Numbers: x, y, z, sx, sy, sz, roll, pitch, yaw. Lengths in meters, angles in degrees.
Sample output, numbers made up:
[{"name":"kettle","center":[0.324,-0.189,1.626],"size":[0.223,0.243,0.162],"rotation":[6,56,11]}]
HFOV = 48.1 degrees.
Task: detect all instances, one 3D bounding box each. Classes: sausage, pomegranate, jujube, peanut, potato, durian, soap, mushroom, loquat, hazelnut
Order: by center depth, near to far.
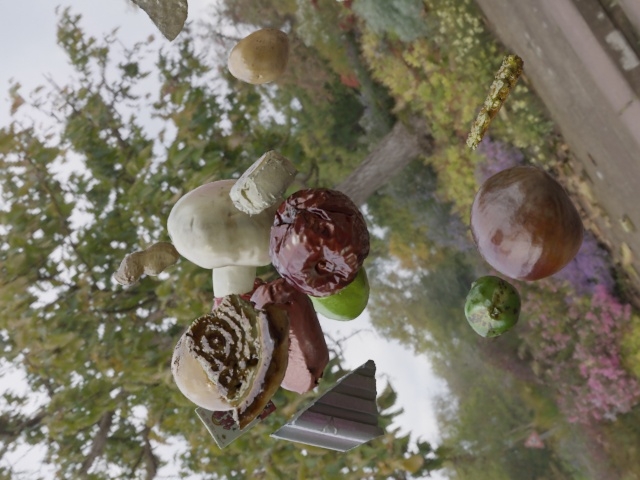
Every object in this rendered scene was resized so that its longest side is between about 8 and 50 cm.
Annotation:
[{"name":"jujube","center":[0.000,0.000,1.482],"size":[0.213,0.213,0.232],"rotation":[47,-166,-32]},{"name":"potato","center":[-0.128,-0.384,1.500],"size":[0.147,0.112,0.112],"rotation":[-37,-85,-32]},{"name":"sausage","center":[-0.069,0.214,1.640],"size":[0.152,0.152,0.280],"rotation":[-74,-33,-70]},{"name":"pomegranate","center":[0.419,0.150,1.712],"size":[0.143,0.122,0.169],"rotation":[59,-153,7]},{"name":"loquat","center":[-0.240,0.292,1.715],"size":[0.235,0.235,0.235],"rotation":[51,-164,-21]},{"name":"mushroom","center":[-0.251,-0.018,2.065],"size":[0.353,0.325,0.353],"rotation":[12,-110,-35]},{"name":"soap","center":[0.016,0.467,2.110],"size":[0.302,0.159,0.258],"rotation":[18,-128,-24]},{"name":"durian","center":[0.036,0.128,2.161],"size":[0.339,0.204,0.256],"rotation":[39,168,-34]},{"name":"peanut","center":[-0.572,0.074,2.354],"size":[0.104,0.228,0.085],"rotation":[62,159,12]},{"name":"hazelnut","center":[0.695,-0.069,2.400],"size":[0.359,0.359,0.409],"rotation":[42,-154,-44]}]

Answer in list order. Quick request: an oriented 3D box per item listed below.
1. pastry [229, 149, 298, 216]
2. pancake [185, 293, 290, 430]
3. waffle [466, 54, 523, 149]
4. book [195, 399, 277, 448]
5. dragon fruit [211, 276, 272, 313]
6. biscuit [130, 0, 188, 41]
[{"name":"pastry","center":[-0.125,-0.125,1.573],"size":[0.088,0.166,0.166],"rotation":[44,-162,-13]},{"name":"pancake","center":[-0.138,0.226,1.422],"size":[0.257,0.212,0.056],"rotation":[60,-176,-14]},{"name":"waffle","center":[0.433,-0.349,1.804],"size":[0.058,0.238,0.243],"rotation":[29,-139,6]},{"name":"book","center":[-0.285,0.573,2.432],"size":[0.162,0.232,0.022],"rotation":[57,165,-2]},{"name":"dragon fruit","center":[-0.236,0.231,2.328],"size":[0.241,0.241,0.252],"rotation":[34,-136,-55]},{"name":"biscuit","center":[-0.414,-0.627,1.851],"size":[0.032,0.133,0.250],"rotation":[58,-172,33]}]
